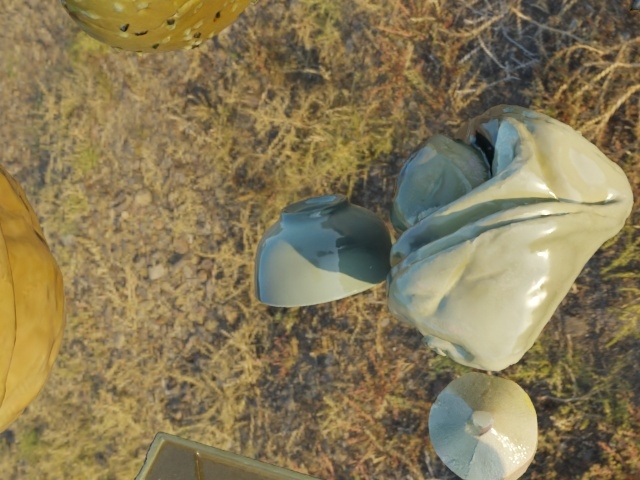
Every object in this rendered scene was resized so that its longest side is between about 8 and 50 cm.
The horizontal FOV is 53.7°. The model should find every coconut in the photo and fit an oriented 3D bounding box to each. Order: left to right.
[{"bbox_3d":[0.224,0.263,0.870,0.147,0.152,0.147,-9,59,15],"label":"coconut"}]

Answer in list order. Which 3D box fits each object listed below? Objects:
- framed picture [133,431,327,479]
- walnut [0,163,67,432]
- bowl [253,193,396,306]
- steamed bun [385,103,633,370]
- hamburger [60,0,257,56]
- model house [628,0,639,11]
[{"bbox_3d":[-0.130,0.378,0.668,0.248,0.335,0.022,14,130,6],"label":"framed picture"},{"bbox_3d":[-0.269,0.027,0.369,0.257,0.224,0.256,1,93,20],"label":"walnut"},{"bbox_3d":[0.000,0.000,1.169,0.289,0.289,0.146,1,110,49],"label":"bowl"},{"bbox_3d":[0.201,-0.029,0.823,0.237,0.394,0.346,39,133,1],"label":"steamed bun"},{"bbox_3d":[-0.124,-0.239,0.404,0.168,0.288,0.192,43,89,4],"label":"hamburger"},{"bbox_3d":[0.329,-0.239,0.504,0.166,0.152,0.106,4,88,28],"label":"model house"}]
